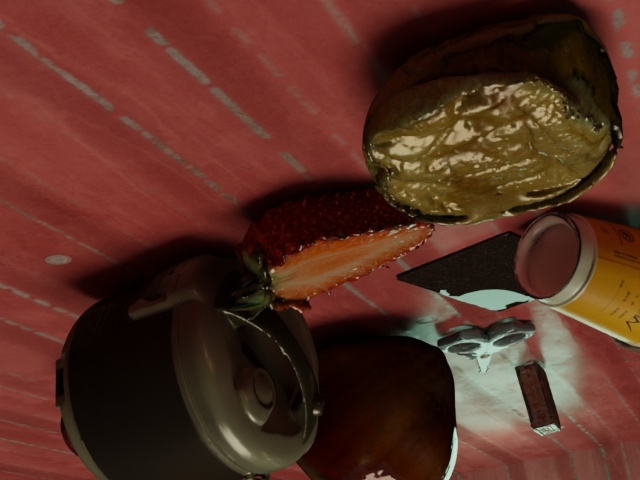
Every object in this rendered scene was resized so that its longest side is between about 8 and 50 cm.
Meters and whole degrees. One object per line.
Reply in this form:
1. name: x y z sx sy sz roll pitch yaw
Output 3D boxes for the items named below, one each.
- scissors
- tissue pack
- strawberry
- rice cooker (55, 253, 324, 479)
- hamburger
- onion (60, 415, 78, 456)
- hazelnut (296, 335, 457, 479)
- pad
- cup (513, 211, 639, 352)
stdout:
1. scissors: 0.337 0.231 2.114 0.191 0.029 0.360 -11 157 4
2. tissue pack: 0.487 0.353 2.304 0.060 0.148 0.108 -20 155 17
3. strawberry: 0.000 0.000 1.351 0.286 0.106 0.188 -22 156 0
4. rice cooker: -0.174 0.193 1.498 0.325 0.335 0.335 -19 155 27
5. hamburger: 0.176 -0.122 1.075 0.265 0.134 0.285 -9 151 10
6. onion: -0.288 0.348 1.868 0.347 0.285 0.347 -10 169 -2
7. hazelnut: 0.102 0.350 1.931 0.359 0.359 0.409 -12 166 10
8. pad: 0.303 0.059 1.717 0.220 0.004 0.330 -24 153 33
9. cup: 0.433 0.056 1.535 0.279 0.196 0.196 16 149 -30
